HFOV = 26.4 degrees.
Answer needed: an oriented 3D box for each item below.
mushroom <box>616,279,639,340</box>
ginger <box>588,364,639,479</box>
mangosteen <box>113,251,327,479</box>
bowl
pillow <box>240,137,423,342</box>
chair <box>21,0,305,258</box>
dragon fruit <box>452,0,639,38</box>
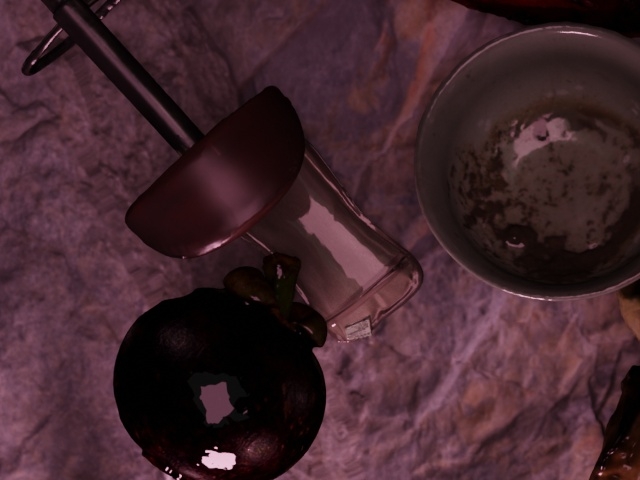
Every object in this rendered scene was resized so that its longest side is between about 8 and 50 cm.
[{"bbox_3d":[0.440,0.065,1.404,0.212,0.292,0.217,-25,116,37],"label":"mushroom"},{"bbox_3d":[0.384,0.254,1.389,0.223,0.269,0.200,22,85,13],"label":"ginger"},{"bbox_3d":[-0.090,0.130,1.428,0.228,0.228,0.265,31,81,0],"label":"mangosteen"},{"bbox_3d":[0.251,-0.068,1.416,0.289,0.146,0.289,-3,79,14],"label":"bowl"},{"bbox_3d":[0.000,0.000,1.500,0.131,0.038,0.232,-43,91,8],"label":"pillow"},{"bbox_3d":[-0.196,-0.166,1.403,0.226,0.226,0.401,-42,91,5],"label":"chair"},{"bbox_3d":[0.225,-0.383,1.443,0.286,0.228,0.329,20,73,-30],"label":"dragon fruit"}]
